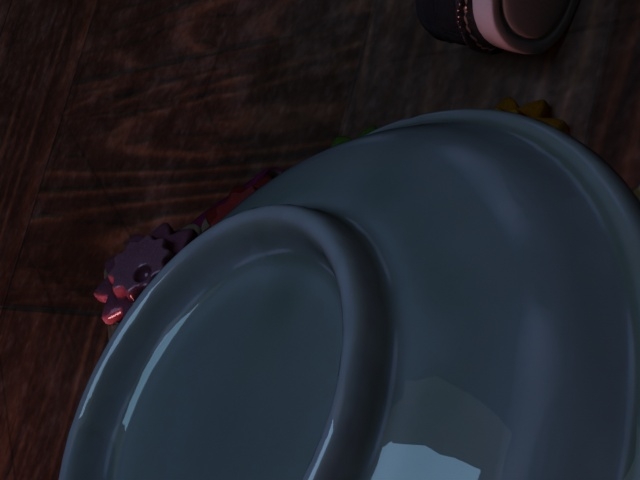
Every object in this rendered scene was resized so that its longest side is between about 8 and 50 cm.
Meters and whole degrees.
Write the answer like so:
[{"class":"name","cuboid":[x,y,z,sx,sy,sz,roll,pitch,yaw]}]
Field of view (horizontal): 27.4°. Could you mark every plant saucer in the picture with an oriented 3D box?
[{"class":"plant saucer","cuboid":[-0.023,0.096,0.618,0.400,0.100,0.400,-32,42,33]}]

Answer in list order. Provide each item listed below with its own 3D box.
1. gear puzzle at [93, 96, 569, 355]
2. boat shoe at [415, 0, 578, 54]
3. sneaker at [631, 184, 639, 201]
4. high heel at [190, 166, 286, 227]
[{"class":"gear puzzle","cuboid":[0.000,0.000,0.834,0.339,0.044,0.175,-25,44,12]},{"class":"boat shoe","cuboid":[0.137,-0.269,0.845,0.091,0.114,0.302,17,85,49]},{"class":"sneaker","cuboid":[0.218,-0.014,0.594,0.319,0.127,0.208,33,100,45]},{"class":"high heel","cuboid":[-0.033,0.100,0.847,0.181,0.127,0.377,-59,35,18]}]
